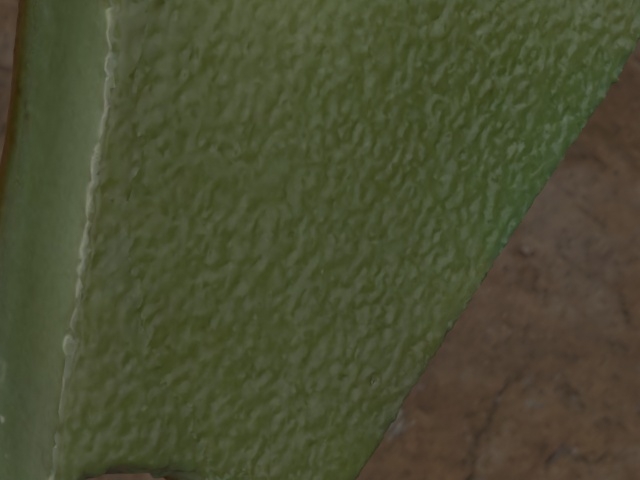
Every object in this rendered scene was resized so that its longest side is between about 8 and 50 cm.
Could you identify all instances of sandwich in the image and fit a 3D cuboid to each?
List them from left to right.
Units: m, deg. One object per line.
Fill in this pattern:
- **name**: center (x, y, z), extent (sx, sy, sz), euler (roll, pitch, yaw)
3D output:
- **sandwich**: center (0.000, 0.000, 0.589), extent (0.245, 0.212, 0.063), euler (1, 13, -42)
